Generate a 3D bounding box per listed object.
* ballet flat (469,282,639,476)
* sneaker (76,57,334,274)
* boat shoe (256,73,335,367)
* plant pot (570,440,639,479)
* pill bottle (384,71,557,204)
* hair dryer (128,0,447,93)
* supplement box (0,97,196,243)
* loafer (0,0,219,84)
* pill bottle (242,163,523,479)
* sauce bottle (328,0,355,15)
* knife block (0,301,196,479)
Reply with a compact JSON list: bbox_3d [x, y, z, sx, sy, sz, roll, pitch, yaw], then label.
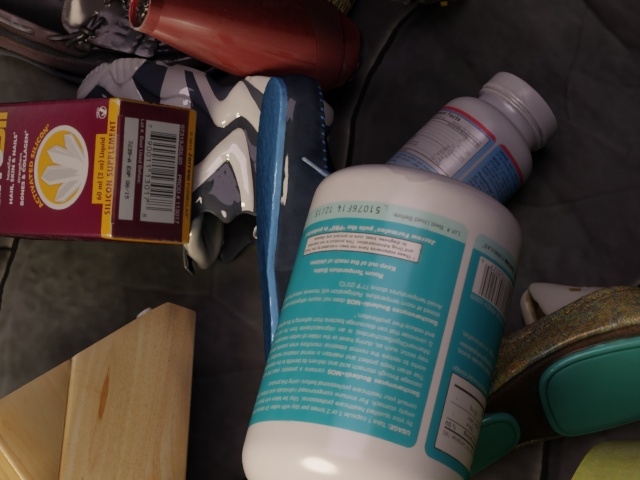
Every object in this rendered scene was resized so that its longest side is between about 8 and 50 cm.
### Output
[{"bbox_3d":[0.138,0.095,1.314,0.348,0.123,0.123,-24,61,-1],"label":"ballet flat"},{"bbox_3d":[-0.110,-0.052,1.440,0.235,0.094,0.153,10,75,25],"label":"sneaker"},{"bbox_3d":[0.000,0.000,1.342,0.089,0.258,0.109,-4,27,-7],"label":"boat shoe"},{"bbox_3d":[0.283,0.232,1.150,0.253,0.276,0.276,6,64,25],"label":"plant pot"},{"bbox_3d":[0.104,-0.052,1.407,0.160,0.087,0.087,-44,64,-13],"label":"pill bottle"},{"bbox_3d":[-0.036,-0.222,1.456,0.293,0.080,0.224,-38,94,-35],"label":"hair dryer"},{"bbox_3d":[-0.187,-0.052,1.402,0.188,0.080,0.104,2,87,43],"label":"supplement box"},{"bbox_3d":[-0.216,-0.198,1.534,0.302,0.095,0.109,10,65,15],"label":"loafer"},{"bbox_3d":[0.035,0.094,1.193,0.146,0.146,0.264,11,70,15],"label":"pill bottle"},{"bbox_3d":[0.007,-0.202,1.527,0.042,0.042,0.128,22,70,20],"label":"sauce bottle"},{"bbox_3d":[-0.141,0.204,1.291,0.275,0.088,0.242,-32,83,-43],"label":"knife block"}]
